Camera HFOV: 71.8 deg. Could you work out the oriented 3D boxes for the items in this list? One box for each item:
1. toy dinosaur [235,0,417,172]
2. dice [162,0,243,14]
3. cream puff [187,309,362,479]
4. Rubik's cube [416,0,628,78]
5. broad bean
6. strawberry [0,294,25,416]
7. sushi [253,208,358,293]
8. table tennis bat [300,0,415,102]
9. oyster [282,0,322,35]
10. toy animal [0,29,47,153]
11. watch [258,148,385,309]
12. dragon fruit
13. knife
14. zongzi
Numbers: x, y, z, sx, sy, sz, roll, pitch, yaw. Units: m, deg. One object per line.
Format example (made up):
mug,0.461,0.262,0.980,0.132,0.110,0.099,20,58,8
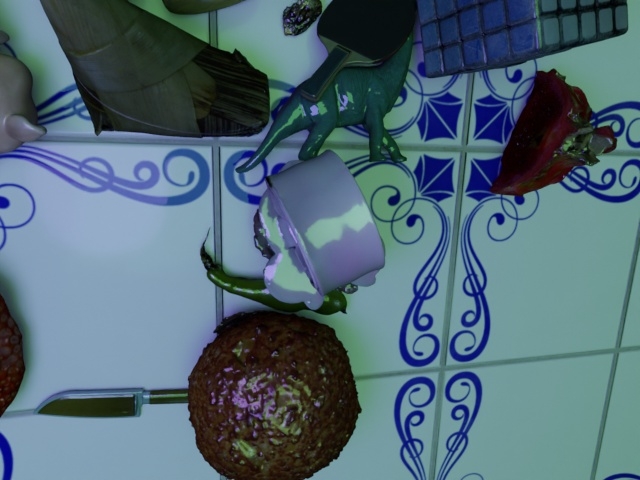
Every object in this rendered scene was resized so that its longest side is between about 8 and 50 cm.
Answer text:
toy dinosaur,0.029,-0.296,0.784,0.383,0.129,0.331,-5,93,-12
dice,-0.178,-0.446,0.644,0.166,0.169,0.169,-21,107,-10
cream puff,-0.075,0.302,0.811,0.350,0.228,0.350,-6,107,-20
Rubik's cube,0.319,-0.414,0.720,0.238,0.237,0.237,-20,105,-25
broad bean,-0.086,0.087,0.848,0.318,0.056,0.098,25,110,-18
strawberry,-0.617,0.183,0.650,0.312,0.267,0.351,-45,134,-7
sushi,-0.005,-0.014,0.820,0.241,0.107,0.161,27,97,-13
table tennis bat,0.054,-0.339,0.749,0.154,0.021,0.274,31,74,13
oyster,-0.034,-0.387,0.763,0.083,0.019,0.054,-36,133,23
toy animal,-0.502,-0.239,0.617,0.166,0.154,0.250,-12,112,33
watch,0.000,0.000,0.661,0.211,0.217,0.248,-23,102,-5
dragon fruit,0.469,-0.185,0.858,0.134,0.211,0.262,17,104,-10
knife,-0.361,0.317,0.852,0.343,0.027,0.061,4,106,-15
zongzi,-0.202,-0.250,0.613,0.289,0.317,0.154,0,84,-14
